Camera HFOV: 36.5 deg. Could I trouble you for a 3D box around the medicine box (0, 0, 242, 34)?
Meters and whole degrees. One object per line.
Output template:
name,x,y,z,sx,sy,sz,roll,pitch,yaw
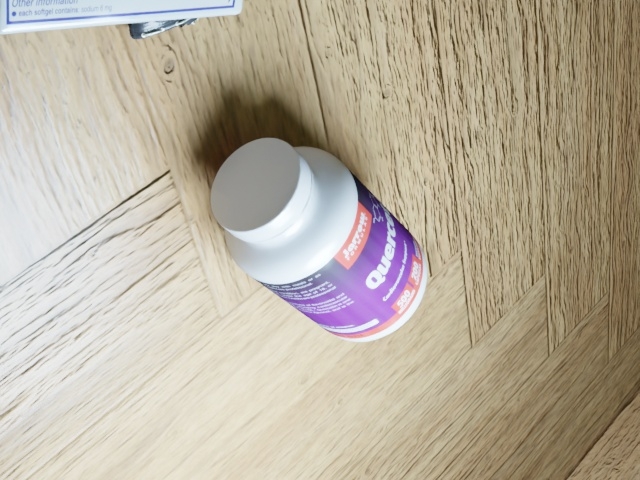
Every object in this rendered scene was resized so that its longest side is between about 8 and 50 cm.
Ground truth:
medicine box,-0.201,-0.343,0.844,0.263,0.149,0.289,-17,122,-44

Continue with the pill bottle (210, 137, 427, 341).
pill bottle,0.000,0.000,1.247,0.182,0.181,0.323,-59,142,-7

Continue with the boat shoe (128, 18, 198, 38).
boat shoe,-0.152,-0.247,1.041,0.125,0.046,0.038,-27,129,-35
